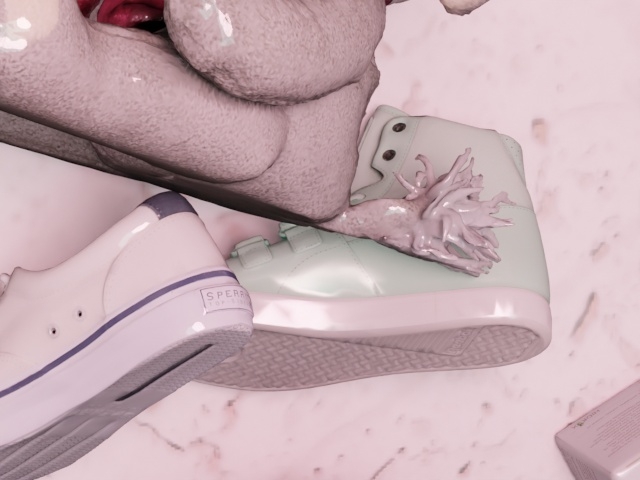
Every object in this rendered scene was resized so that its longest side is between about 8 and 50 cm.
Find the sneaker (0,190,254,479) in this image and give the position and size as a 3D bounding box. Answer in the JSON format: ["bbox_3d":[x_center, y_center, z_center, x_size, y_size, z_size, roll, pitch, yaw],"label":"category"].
[{"bbox_3d":[-0.147,0.063,0.809,0.258,0.094,0.091,-30,67,21],"label":"sneaker"}]

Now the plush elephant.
[{"bbox_3d":[-0.023,-0.147,0.746,0.330,0.272,0.255,17,86,-16],"label":"plush elephant"}]

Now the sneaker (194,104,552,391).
[{"bbox_3d":[0.001,0.000,0.876,0.255,0.094,0.151,-3,60,6],"label":"sneaker"}]

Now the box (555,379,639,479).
[{"bbox_3d":[0.222,0.145,0.942,0.102,0.087,0.101,-32,106,-8],"label":"box"}]
